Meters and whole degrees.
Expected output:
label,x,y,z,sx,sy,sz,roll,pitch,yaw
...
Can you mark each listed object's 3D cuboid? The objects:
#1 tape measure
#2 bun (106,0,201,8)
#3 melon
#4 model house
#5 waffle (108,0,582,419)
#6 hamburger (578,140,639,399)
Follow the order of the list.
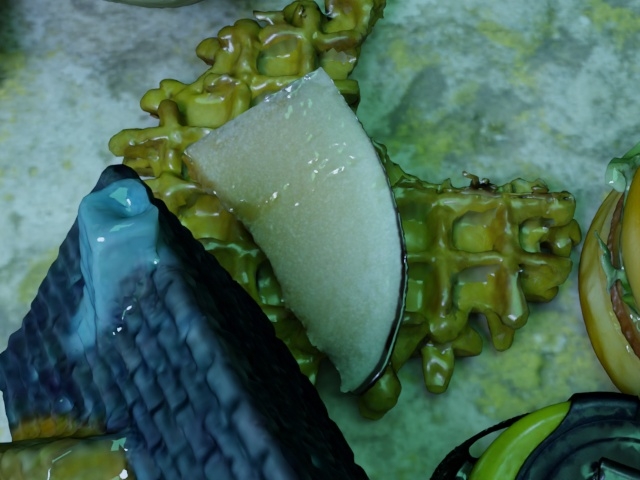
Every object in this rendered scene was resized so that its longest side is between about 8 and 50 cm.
label,x,y,z,sx,sy,sz,roll,pitch,yaw
tape measure,0.149,0.173,0.643,0.199,0.112,0.186,17,61,1
bun,-0.184,-0.284,0.714,0.213,0.361,0.361,-43,74,5
melon,0.005,-0.006,0.677,0.098,0.054,0.182,-32,70,-10
model house,-0.076,0.125,0.523,0.226,0.241,0.261,-17,46,-23
waffle,0.008,-0.033,0.752,0.260,0.069,0.293,-36,72,-22
hamburger,0.282,0.009,0.706,0.246,0.170,0.246,3,66,-6
